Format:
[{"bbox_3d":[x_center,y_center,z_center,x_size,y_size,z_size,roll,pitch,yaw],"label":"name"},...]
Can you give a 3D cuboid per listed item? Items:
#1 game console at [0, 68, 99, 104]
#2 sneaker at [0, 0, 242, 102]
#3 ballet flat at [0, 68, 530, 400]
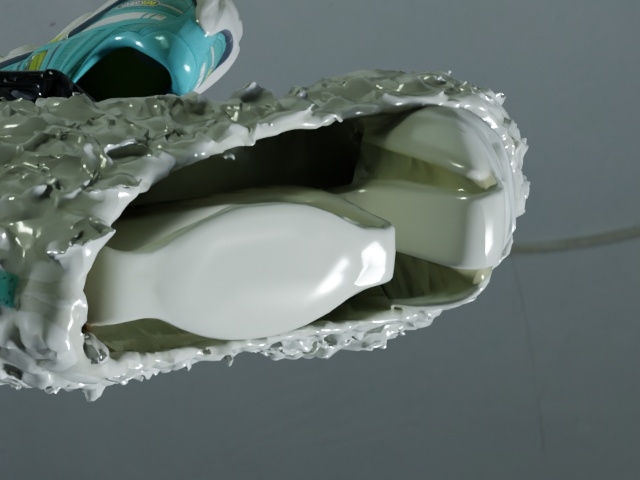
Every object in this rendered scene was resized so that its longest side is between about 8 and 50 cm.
[{"bbox_3d":[-0.129,-0.035,0.703,0.107,0.122,0.071,2,76,18],"label":"game console"},{"bbox_3d":[-0.173,-0.079,0.889,0.275,0.110,0.107,-33,110,28],"label":"sneaker"},{"bbox_3d":[0.000,0.000,0.612,0.147,0.409,0.147,10,106,41],"label":"ballet flat"}]
